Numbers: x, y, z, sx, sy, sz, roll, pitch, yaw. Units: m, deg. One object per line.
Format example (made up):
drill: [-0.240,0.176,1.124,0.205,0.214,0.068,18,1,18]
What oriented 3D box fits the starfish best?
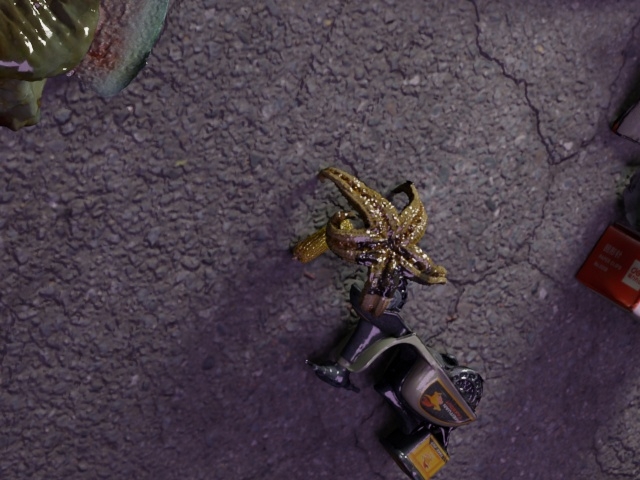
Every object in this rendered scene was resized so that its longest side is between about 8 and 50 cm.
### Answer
starfish: [0.072,-0.012,1.876,0.146,0.074,0.190,-32,97,-25]

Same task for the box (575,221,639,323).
box: [0.443,0.069,2.089,0.182,0.133,0.099,32,94,-31]

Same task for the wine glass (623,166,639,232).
wine glass: [0.492,-0.050,2.077,0.204,0.111,0.111,2,109,-29]

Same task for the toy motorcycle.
toy motorcycle: [0.093,0.161,1.968,0.157,0.091,0.263,-43,118,-8]

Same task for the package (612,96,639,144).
package: [0.499,-0.160,2.058,0.239,0.030,0.154,13,133,-36]

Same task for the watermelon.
watermelon: [-0.206,-0.233,1.675,0.094,0.081,0.180,41,72,-17]

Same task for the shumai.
shumai: [-0.337,-0.246,1.580,0.222,0.203,0.272,2,76,-24]

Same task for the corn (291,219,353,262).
corn: [0.000,0.000,1.895,0.083,0.027,0.028,-32,89,-14]
